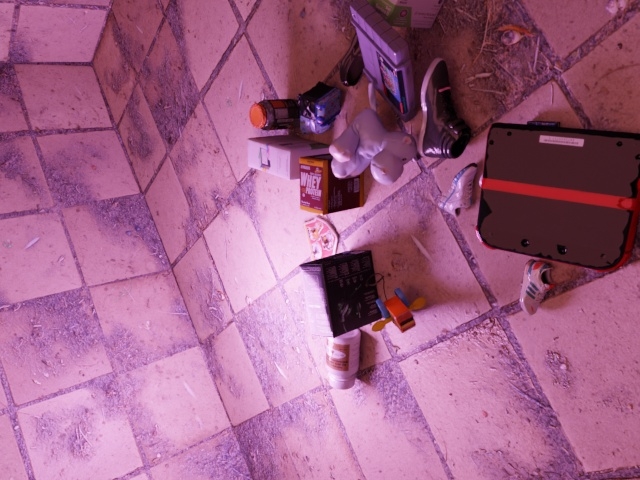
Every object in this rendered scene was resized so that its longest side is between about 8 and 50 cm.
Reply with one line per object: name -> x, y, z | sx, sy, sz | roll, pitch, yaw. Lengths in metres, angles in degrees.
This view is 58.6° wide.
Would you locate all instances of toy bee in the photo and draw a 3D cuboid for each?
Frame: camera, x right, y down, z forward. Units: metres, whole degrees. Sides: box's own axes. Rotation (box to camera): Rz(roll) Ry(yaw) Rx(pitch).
toy bee -> 0.267, 0.236, 1.931 | 0.195, 0.298, 0.162 | -21, 115, 18

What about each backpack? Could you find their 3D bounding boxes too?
backpack -> -0.002, -0.454, 2.030 | 0.117, 0.158, 0.173 | 25, 135, 24

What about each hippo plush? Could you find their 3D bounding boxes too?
hippo plush -> 0.198, -0.292, 1.837 | 0.237, 0.234, 0.294 | 31, 82, 21

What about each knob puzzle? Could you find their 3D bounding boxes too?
knob puzzle -> 0.000, 0.000, 2.257 | 0.213, 0.030, 0.213 | 18, 114, 47

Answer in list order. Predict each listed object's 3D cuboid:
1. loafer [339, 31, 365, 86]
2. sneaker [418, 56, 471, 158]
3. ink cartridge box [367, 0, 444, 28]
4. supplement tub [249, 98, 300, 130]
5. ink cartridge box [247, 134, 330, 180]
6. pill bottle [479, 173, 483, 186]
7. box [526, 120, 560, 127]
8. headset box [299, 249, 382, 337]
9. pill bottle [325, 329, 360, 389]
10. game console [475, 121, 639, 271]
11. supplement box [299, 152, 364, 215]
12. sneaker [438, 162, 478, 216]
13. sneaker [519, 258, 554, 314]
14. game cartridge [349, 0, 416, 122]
loafer -> 0.130, -0.601, 1.876 | 0.078, 0.080, 0.220 | 47, 133, 32
sneaker -> 0.371, -0.370, 1.644 | 0.147, 0.105, 0.295 | 26, 126, 42
ink cartridge box -> 0.269, -0.741, 1.572 | 0.114, 0.198, 0.272 | 50, 135, 28
supplement tub -> -0.171, -0.483, 2.188 | 0.117, 0.190, 0.116 | 19, 115, 47
ink cartridge box -> -0.121, -0.321, 2.168 | 0.278, 0.201, 0.117 | 24, 118, 45
pill bottle -> 0.503, -0.149, 1.574 | 0.116, 0.065, 0.065 | 41, 130, 35
box -> 0.577, -0.276, 1.482 | 0.083, 0.018, 0.067 | 17, 113, 47
headset box -> 0.078, 0.196, 2.052 | 0.131, 0.246, 0.282 | -3, 99, 50
pill bottle -> 0.086, 0.453, 2.208 | 0.131, 0.131, 0.229 | 21, 117, 46
game console -> 0.592, -0.113, 1.440 | 0.387, 0.060, 0.341 | 14, 106, 34
supplement box -> 0.040, -0.204, 2.014 | 0.129, 0.194, 0.191 | 18, 114, 47
sneaker -> 0.425, -0.145, 1.678 | 0.083, 0.071, 0.190 | 47, 142, 22
sneaker -> 0.594, 0.135, 1.554 | 0.075, 0.057, 0.161 | 19, 112, 53
game cartridge -> 0.190, -0.515, 1.676 | 0.230, 0.068, 0.355 | 60, -179, 24
